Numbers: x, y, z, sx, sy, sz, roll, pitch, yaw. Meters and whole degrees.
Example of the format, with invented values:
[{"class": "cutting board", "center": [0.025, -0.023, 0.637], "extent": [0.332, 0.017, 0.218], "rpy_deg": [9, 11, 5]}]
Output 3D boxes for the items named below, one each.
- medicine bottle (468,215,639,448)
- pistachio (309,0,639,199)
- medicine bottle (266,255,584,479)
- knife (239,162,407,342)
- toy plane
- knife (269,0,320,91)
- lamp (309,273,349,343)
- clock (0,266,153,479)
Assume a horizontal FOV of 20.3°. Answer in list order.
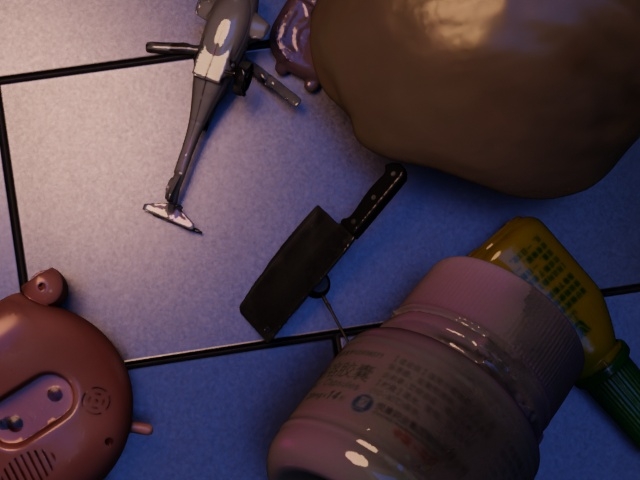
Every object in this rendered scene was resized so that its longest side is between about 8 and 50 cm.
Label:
[{"class": "medicine bottle", "center": [0.288, 0.113, 1.974], "extent": [0.111, 0.076, 0.309], "rpy_deg": [-41, 89, -4]}, {"class": "pistachio", "center": [0.214, -0.221, 1.910], "extent": [0.445, 0.281, 0.365], "rpy_deg": [-10, 101, 7]}, {"class": "medicine bottle", "center": [0.116, 0.188, 1.850], "extent": [0.241, 0.241, 0.302], "rpy_deg": [40, 63, -1]}, {"class": "knife", "center": [0.000, 0.000, 1.950], "extent": [0.245, 0.019, 0.072], "rpy_deg": [-49, 57, 9]}, {"class": "toy plane", "center": [-0.134, -0.159, 1.947], "extent": [0.182, 0.107, 0.273], "rpy_deg": [38, 90, 6]}, {"class": "knife", "center": [0.057, -0.355, 2.012], "extent": [0.132, 0.038, 0.399], "rpy_deg": [30, 85, 0]}, {"class": "lamp", "center": [0.017, 0.087, 1.965], "extent": [0.041, 0.054, 0.121], "rpy_deg": [-26, 88, -6]}, {"class": "clock", "center": [-0.309, 0.180, 1.892], "extent": [0.227, 0.142, 0.241], "rpy_deg": [-32, 92, -6]}]
